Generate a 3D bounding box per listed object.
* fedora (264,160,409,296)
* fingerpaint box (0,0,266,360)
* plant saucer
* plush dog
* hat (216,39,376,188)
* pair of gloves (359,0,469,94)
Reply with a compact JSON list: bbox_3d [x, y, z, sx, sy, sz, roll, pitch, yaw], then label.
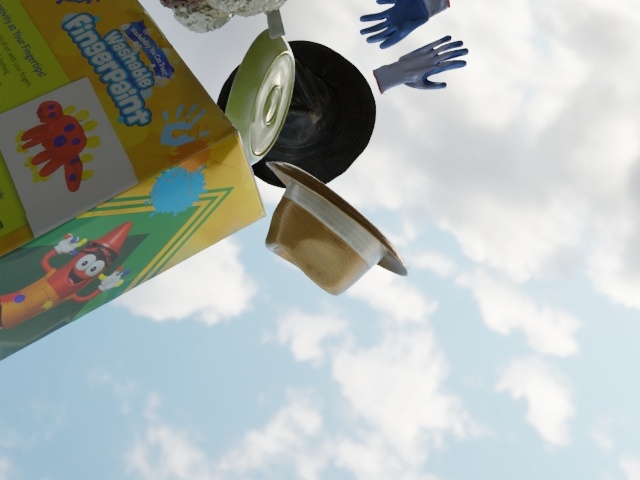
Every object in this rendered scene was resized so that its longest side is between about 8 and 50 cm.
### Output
[{"bbox_3d":[0.000,0.000,1.131,0.194,0.079,0.194,37,174,4],"label":"fedora"},{"bbox_3d":[-0.333,-0.123,1.329,0.371,0.163,0.445,-30,-127,-11],"label":"fingerpaint box"},{"bbox_3d":[-0.093,-0.225,1.823,0.037,0.241,0.241,18,-151,12],"label":"plant saucer"},{"bbox_3d":[-0.122,-0.416,1.623,0.211,0.262,0.225,27,-170,22],"label":"plush dog"},{"bbox_3d":[-0.058,-0.269,2.152,0.331,0.331,0.134,44,173,20],"label":"hat"},{"bbox_3d":[0.146,-0.316,1.770,0.023,0.159,0.198,38,-144,-60],"label":"pair of gloves"}]
